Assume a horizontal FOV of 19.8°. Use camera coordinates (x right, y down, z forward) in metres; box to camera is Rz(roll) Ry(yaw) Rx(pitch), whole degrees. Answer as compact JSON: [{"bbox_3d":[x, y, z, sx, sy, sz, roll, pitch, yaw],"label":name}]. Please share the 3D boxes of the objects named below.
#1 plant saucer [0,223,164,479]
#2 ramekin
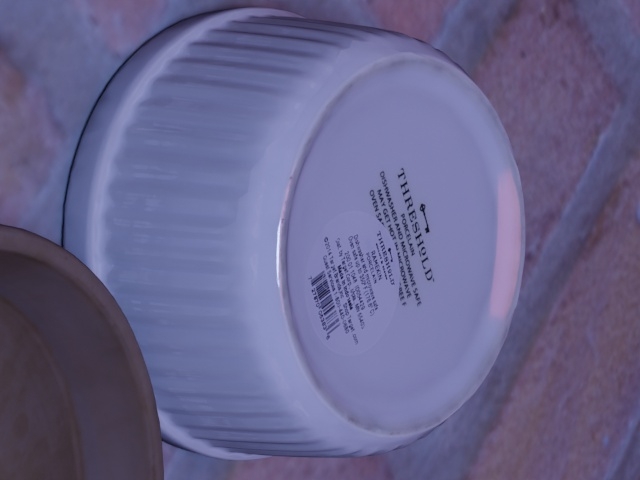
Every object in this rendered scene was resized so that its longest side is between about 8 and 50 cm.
[{"bbox_3d":[-0.149,0.130,0.668,0.278,0.041,0.278,-23,116,-57],"label":"plant saucer"},{"bbox_3d":[0.000,0.000,0.808,0.207,0.109,0.207,-6,98,-47],"label":"ramekin"}]
